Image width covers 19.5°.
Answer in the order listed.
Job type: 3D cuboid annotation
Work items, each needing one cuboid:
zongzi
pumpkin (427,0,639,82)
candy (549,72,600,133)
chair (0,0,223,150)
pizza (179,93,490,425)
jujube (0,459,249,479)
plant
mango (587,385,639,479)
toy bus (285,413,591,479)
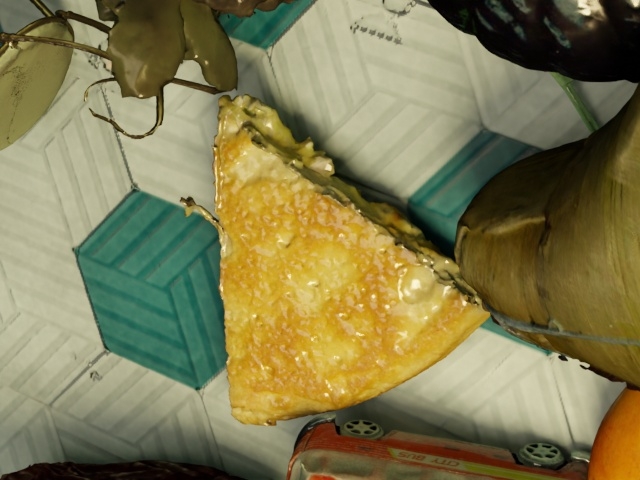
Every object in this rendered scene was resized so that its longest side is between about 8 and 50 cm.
[{"bbox_3d":[0.201,-0.045,1.275,0.356,0.174,0.393,19,151,48],"label":"zongzi"},{"bbox_3d":[0.203,-0.283,1.248,0.363,0.266,0.363,6,105,22],"label":"pumpkin"},{"bbox_3d":[0.186,-0.125,1.441,0.058,0.062,0.194,-35,99,-12],"label":"candy"},{"bbox_3d":[-0.260,-0.143,1.606,0.325,0.160,0.170,36,121,15],"label":"chair"},{"bbox_3d":[0.000,0.000,1.561,0.280,0.075,0.288,-19,99,26],"label":"pizza"},{"bbox_3d":[-0.163,0.297,1.670,0.342,0.216,0.216,15,112,32],"label":"jujube"},{"bbox_3d":[-0.084,-0.255,1.440,0.213,0.215,0.312,48,124,13],"label":"plant"},{"bbox_3d":[0.288,0.162,1.441,0.141,0.102,0.217,30,120,10],"label":"mango"},{"bbox_3d":[0.093,0.226,1.534,0.265,0.120,0.121,9,111,12],"label":"toy bus"}]
